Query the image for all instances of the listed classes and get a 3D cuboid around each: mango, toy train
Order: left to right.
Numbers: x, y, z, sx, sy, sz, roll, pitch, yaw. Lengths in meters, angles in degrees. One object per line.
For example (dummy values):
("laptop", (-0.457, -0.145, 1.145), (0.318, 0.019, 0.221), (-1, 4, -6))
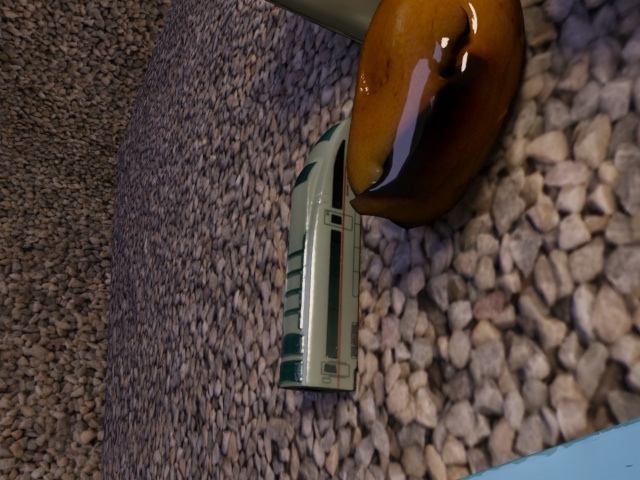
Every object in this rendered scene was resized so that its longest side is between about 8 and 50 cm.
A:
("toy train", (0.000, 0.000, 0.784), (0.086, 0.088, 0.407), (-26, 55, 55))
("mango", (0.110, -0.152, 0.586), (0.201, 0.152, 0.287), (34, 109, 56))

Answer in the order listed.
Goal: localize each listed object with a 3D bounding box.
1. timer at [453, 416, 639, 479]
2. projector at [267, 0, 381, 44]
("timer", (0.199, 0.260, 0.371), (0.250, 0.091, 0.232), (-37, 46, 34))
("projector", (0.012, -0.434, 0.775), (0.248, 0.249, 0.248), (-66, 32, 19))
